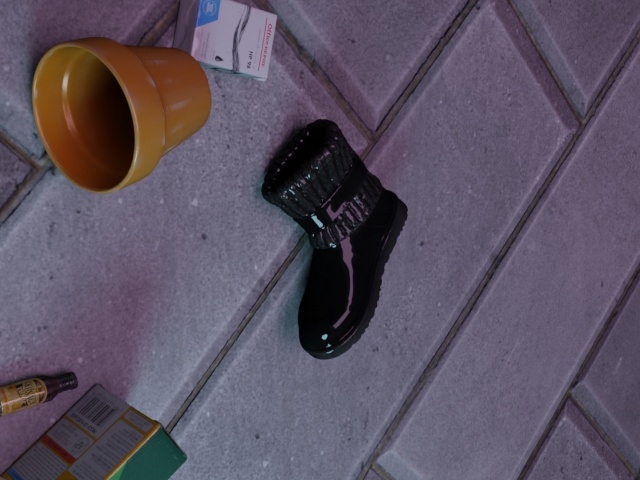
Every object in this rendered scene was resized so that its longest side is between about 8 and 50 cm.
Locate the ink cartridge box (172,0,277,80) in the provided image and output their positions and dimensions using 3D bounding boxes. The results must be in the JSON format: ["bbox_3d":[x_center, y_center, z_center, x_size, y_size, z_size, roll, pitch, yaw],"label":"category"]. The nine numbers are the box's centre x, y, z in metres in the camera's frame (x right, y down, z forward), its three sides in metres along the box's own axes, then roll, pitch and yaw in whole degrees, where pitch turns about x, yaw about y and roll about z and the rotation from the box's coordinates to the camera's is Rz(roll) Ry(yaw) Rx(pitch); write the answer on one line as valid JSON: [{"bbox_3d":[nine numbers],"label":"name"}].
[{"bbox_3d":[-0.133,-0.313,1.424,0.180,0.060,0.104,7,94,-40],"label":"ink cartridge box"}]

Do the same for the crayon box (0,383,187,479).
[{"bbox_3d":[-0.366,0.365,1.277,0.323,0.203,0.083,-44,123,-23],"label":"crayon box"}]

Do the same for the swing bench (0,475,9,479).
[{"bbox_3d":[-0.574,0.351,1.134,0.255,0.165,0.253,33,78,-35],"label":"swing bench"}]

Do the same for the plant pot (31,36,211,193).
[{"bbox_3d":[-0.259,-0.188,1.274,0.188,0.205,0.205,-29,117,-48],"label":"plant pot"}]

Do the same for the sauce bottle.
[{"bbox_3d":[-0.413,0.217,1.315,0.128,0.042,0.042,-17,109,-37],"label":"sauce bottle"}]

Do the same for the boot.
[{"bbox_3d":[-0.003,-0.001,1.541,0.260,0.131,0.347,41,62,-44],"label":"boot"}]
